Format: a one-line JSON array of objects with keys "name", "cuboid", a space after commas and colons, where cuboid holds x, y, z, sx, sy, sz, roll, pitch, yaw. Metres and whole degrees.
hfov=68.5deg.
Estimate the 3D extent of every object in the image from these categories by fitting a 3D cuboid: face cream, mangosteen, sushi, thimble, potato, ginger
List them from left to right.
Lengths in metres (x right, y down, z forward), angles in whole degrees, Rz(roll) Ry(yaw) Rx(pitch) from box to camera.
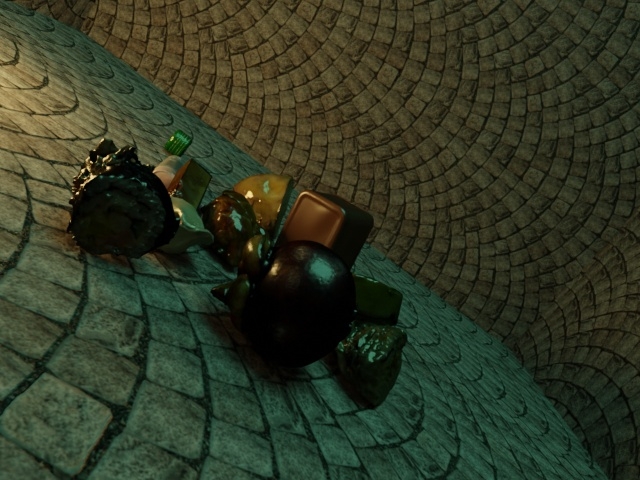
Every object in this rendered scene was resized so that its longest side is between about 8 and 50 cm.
[{"name": "sushi", "cuboid": [-0.461, -0.093, 1.078, 0.219, 0.238, 0.225, 44, -3, 47]}, {"name": "face cream", "cuboid": [-0.565, -0.260, 1.782, 0.107, 0.073, 0.269, 28, 14, -18]}, {"name": "thimble", "cuboid": [-0.646, -0.441, 2.144, 0.090, 0.118, 0.130, 37, 29, -18]}, {"name": "ginger", "cuboid": [-0.278, -0.026, 1.569, 0.274, 0.152, 0.357, 55, 8, -14]}, {"name": "potato", "cuboid": [-0.265, -0.168, 1.982, 0.237, 0.301, 0.289, 17, -22, 0]}, {"name": "mangosteen", "cuboid": [-0.085, 0.139, 1.136, 0.346, 0.307, 0.307, 19, 14, -5]}]

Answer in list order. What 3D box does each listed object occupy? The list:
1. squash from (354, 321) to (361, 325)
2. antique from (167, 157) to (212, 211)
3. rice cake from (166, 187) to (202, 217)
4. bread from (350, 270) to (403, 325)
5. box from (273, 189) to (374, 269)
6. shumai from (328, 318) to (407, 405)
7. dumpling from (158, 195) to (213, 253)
[{"name": "squash", "cuboid": [0.126, 0.272, 1.769, 0.066, 0.066, 0.252, 22, 20, -51]}, {"name": "antique", "cuboid": [-0.427, -0.140, 1.474, 0.093, 0.087, 0.310, 44, 25, -26]}, {"name": "rice cake", "cuboid": [-0.521, -0.143, 1.486, 0.070, 0.064, 0.399, 54, 18, 27]}, {"name": "bread", "cuboid": [0.076, 0.177, 1.521, 0.366, 0.129, 0.382, 14, -12, -3]}, {"name": "box", "cuboid": [0.000, 0.000, 1.753, 0.239, 0.339, 0.229, 32, 12, 27]}, {"name": "shumai", "cuboid": [0.118, 0.332, 1.353, 0.218, 0.189, 0.256, 23, 22, 21]}, {"name": "dumpling", "cuboid": [-0.384, -0.032, 1.271, 0.258, 0.147, 0.193, 6, -25, 45]}]
